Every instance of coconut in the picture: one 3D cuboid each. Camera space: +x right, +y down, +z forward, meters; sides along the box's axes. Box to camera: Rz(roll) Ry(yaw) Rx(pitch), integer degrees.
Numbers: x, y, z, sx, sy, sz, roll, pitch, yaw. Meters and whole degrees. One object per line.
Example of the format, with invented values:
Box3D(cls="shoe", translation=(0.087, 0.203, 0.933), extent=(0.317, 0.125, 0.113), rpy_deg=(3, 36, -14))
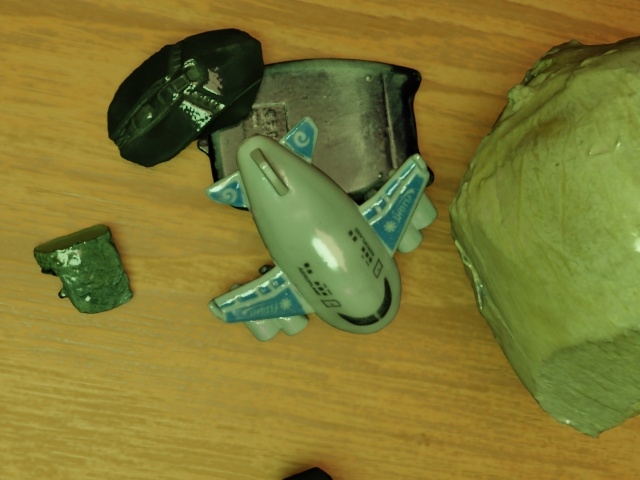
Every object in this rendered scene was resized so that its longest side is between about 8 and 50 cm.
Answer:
Box3D(cls="coconut", translation=(0.318, -0.035, 0.823), extent=(0.405, 0.404, 0.404), rpy_deg=(1, 86, -12))

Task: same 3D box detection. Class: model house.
Box3D(cls="model house", translation=(-0.246, 0.035, 0.864), extent=(0.079, 0.066, 0.083), rpy_deg=(-23, 109, -23))

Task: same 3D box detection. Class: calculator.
Box3D(cls="calculator", translation=(-0.004, -0.119, 0.934), extent=(0.268, 0.040, 0.177), rpy_deg=(-7, 86, -8))

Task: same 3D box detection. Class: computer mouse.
Box3D(cls="computer mouse", translation=(-0.142, -0.157, 0.876), extent=(0.192, 0.062, 0.106), rpy_deg=(-35, 82, -1))

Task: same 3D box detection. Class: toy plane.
Box3D(cls="toy plane", translation=(-0.001, -0.002, 0.858), extent=(0.267, 0.122, 0.266), rpy_deg=(-6, 116, -13))

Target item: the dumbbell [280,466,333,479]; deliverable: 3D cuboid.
Box3D(cls="dumbbell", translation=(-0.073, 0.333, 0.826), extent=(0.218, 0.152, 0.152), rpy_deg=(-16, 90, -13))
